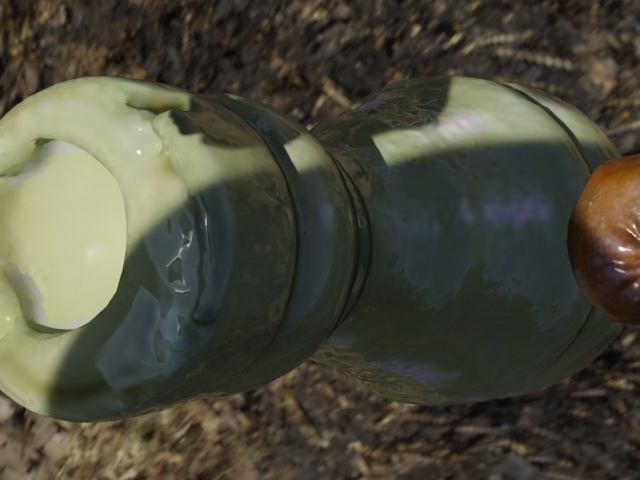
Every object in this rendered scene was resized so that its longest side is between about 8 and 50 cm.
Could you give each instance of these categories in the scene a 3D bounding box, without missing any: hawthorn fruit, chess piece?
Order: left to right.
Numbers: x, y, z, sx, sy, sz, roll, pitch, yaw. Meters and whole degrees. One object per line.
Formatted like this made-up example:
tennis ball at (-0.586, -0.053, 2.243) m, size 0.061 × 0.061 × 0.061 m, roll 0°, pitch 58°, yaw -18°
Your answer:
chess piece at (0.000, 0.000, 1.016) m, size 0.442 × 0.234 × 0.234 m, roll 0°, pitch 70°, yaw -57°
hawthorn fruit at (0.125, -0.005, 0.666) m, size 0.067 × 0.103 × 0.066 m, roll 1°, pitch 102°, yaw 3°
